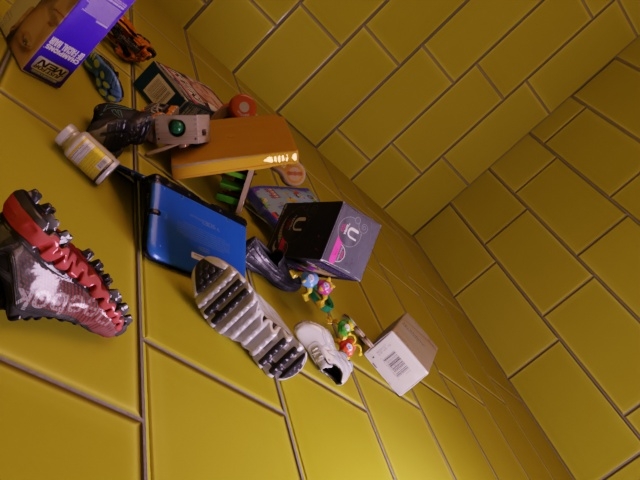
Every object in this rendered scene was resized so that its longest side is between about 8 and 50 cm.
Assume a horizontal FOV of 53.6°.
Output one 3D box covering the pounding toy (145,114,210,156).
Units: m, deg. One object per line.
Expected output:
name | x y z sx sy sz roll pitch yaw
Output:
pounding toy | -0.359 -0.267 1.598 0.141 0.130 0.100 -63 153 -77

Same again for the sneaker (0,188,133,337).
sneaker | -0.356 0.059 0.834 0.097 0.135 0.276 43 -16 38

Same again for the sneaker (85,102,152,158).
sneaker | -0.468 -0.248 1.406 0.106 0.101 0.267 24 16 -2

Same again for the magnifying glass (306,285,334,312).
magnifying glass | -0.028 0.116 1.834 0.092 0.026 0.231 31 23 -49

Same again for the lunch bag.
lunch bag | -0.090 -0.068 1.932 0.221 0.138 0.293 50 18 26

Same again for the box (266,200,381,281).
box | 0.000 0.000 1.660 0.143 0.165 0.270 30 -16 -33

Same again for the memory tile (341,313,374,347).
memory tile | 0.102 0.252 1.777 0.113 0.012 0.148 51 -5 1

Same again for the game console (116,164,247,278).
game console | -0.311 -0.029 1.362 0.293 0.173 0.250 29 54 -52

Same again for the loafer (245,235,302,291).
loafer | -0.115 0.062 1.592 0.223 0.078 0.076 37 18 -40

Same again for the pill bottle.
pill bottle | -0.454 -0.169 1.230 0.116 0.065 0.065 45 14 -14

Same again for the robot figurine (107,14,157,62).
robot figurine | -0.649 -0.671 2.002 0.291 0.085 0.211 47 14 -1

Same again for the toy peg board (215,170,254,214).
toy peg board | -0.231 -0.173 1.770 0.079 0.161 0.161 18 12 -7

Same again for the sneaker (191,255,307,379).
sneaker | -0.145 0.145 1.245 0.292 0.110 0.118 52 4 -18

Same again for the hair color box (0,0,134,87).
hair color box | -0.538 -0.525 1.385 0.185 0.339 0.110 55 17 27

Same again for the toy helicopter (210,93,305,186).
toy helicopter | -0.201 -0.270 1.976 0.355 0.235 0.140 34 -17 -22

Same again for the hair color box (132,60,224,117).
hair color box | -0.417 -0.434 2.006 0.174 0.105 0.347 51 13 11

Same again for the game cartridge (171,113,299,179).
game cartridge | -0.238 -0.259 1.707 0.285 0.323 0.053 -110 -164 -57

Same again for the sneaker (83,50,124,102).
sneaker | -0.551 -0.426 1.650 0.078 0.067 0.188 16 30 -54

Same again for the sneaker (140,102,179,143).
sneaker | -0.445 -0.316 1.676 0.083 0.084 0.215 18 22 -1

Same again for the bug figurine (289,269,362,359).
bug figurine | 0.026 0.177 1.603 0.279 0.072 0.216 61 8 2

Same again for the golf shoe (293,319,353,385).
golf shoe | 0.005 0.257 1.451 0.176 0.069 0.086 44 20 -7

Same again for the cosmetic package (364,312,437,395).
cosmetic package | 0.247 0.329 1.886 0.160 0.113 0.309 49 15 7
